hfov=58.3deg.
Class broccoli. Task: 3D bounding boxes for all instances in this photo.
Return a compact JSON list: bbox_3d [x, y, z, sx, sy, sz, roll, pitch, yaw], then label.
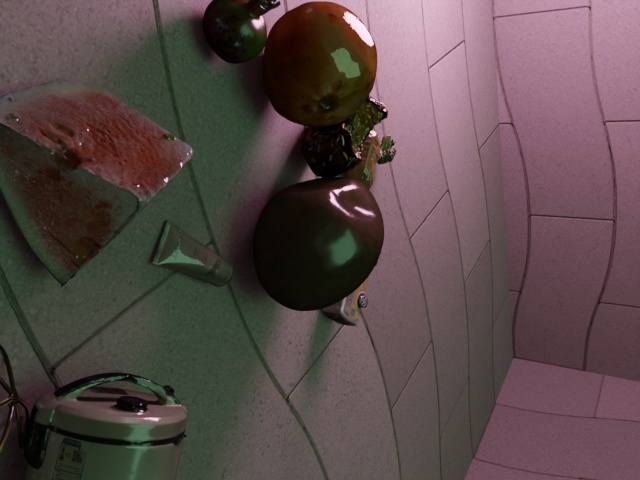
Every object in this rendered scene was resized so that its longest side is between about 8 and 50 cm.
[{"bbox_3d":[0.181,-0.268,1.688,0.095,0.097,0.091,-108,-159,-65],"label":"broccoli"}]

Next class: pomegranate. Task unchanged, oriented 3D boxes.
[{"bbox_3d":[-0.007,-0.383,1.208,0.229,0.252,0.270,2,63,-23],"label":"pomegranate"},{"bbox_3d":[-0.149,-0.401,1.067,0.130,0.159,0.129,4,82,-34],"label":"pomegranate"}]

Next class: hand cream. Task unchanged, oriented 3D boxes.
[{"bbox_3d":[-0.237,0.038,1.102,0.186,0.054,0.087,36,61,-47],"label":"hand cream"}]

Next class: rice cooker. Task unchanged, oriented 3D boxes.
[{"bbox_3d":[-0.321,0.320,0.853,0.226,0.226,0.244,18,83,-57],"label":"rice cooker"}]

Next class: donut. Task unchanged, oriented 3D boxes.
[{"bbox_3d":[0.043,-0.258,1.355,0.096,0.216,0.230,40,80,-31],"label":"donut"}]

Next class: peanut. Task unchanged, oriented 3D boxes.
[{"bbox_3d":[0.117,-0.223,1.585,0.093,0.083,0.194,11,85,-57],"label":"peanut"}]

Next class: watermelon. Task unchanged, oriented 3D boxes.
[{"bbox_3d":[-0.317,-0.100,0.809,0.213,0.201,0.261,-58,136,-49],"label":"watermelon"}]

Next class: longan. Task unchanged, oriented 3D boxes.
[{"bbox_3d":[0.000,0.000,1.261,0.350,0.289,0.288,-49,134,-49],"label":"longan"}]

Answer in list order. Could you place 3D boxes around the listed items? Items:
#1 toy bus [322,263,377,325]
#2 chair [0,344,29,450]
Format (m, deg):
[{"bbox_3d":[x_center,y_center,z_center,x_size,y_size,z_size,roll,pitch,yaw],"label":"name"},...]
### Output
[{"bbox_3d":[0.082,0.095,1.582,0.106,0.092,0.268,31,69,-46],"label":"toy bus"},{"bbox_3d":[-0.480,0.278,0.680,0.325,0.170,0.159,-122,-163,-68],"label":"chair"}]
